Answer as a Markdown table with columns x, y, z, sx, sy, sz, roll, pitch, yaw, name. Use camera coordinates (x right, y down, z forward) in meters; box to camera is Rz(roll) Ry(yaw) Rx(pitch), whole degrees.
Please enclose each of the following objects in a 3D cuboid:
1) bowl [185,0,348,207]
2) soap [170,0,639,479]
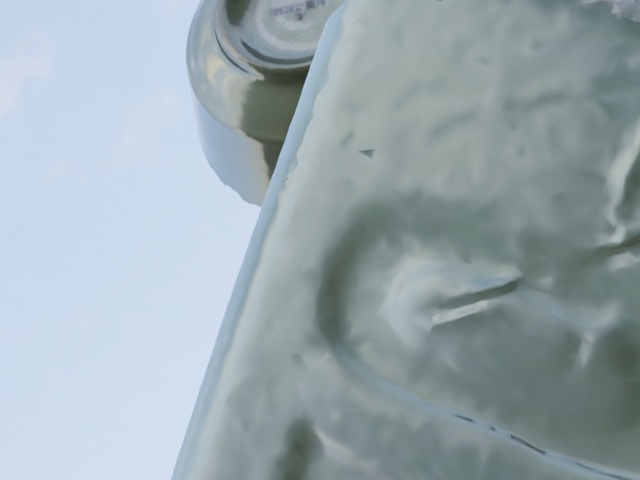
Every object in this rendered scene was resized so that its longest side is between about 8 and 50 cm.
| x | y | z | sx | sy | sz | roll | pitch | yaw | name |
| --- | --- | --- | --- | --- | --- | --- | --- | --- | --- |
| 0.001 | -0.130 | 1.270 | 0.211 | 0.211 | 0.112 | -37 | -33 | -5 | bowl |
| 0.048 | 0.090 | 0.446 | 0.095 | 0.173 | 0.289 | 9 | -79 | -61 | soap |
